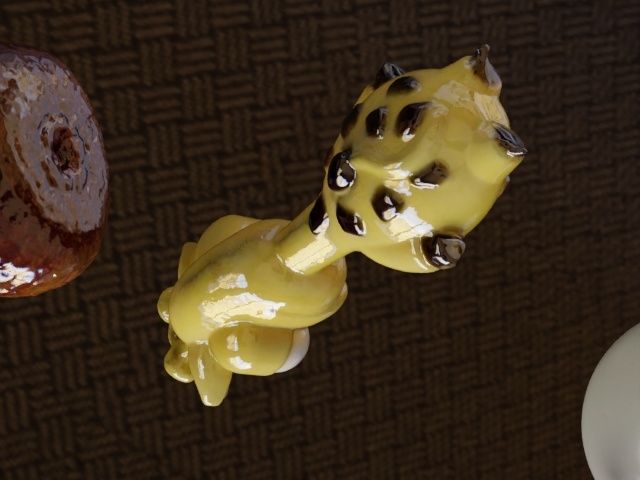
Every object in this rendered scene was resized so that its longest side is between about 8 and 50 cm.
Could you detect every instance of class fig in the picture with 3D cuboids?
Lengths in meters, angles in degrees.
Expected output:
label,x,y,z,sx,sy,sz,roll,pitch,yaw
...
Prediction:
label,x,y,z,sx,sy,sz,roll,pitch,yaw
fig,-0.220,-0.036,0.790,0.134,0.201,0.146,14,74,-50

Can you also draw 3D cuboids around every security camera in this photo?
label,x,y,z,sx,sy,sz,roll,pitch,yaw
security camera,0.310,0.132,1.050,0.236,0.194,0.194,-22,116,-29

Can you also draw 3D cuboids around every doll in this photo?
label,x,y,z,sx,sy,sz,roll,pitch,yaw
doll,0.001,0.000,0.729,0.086,0.291,0.117,14,54,-35
